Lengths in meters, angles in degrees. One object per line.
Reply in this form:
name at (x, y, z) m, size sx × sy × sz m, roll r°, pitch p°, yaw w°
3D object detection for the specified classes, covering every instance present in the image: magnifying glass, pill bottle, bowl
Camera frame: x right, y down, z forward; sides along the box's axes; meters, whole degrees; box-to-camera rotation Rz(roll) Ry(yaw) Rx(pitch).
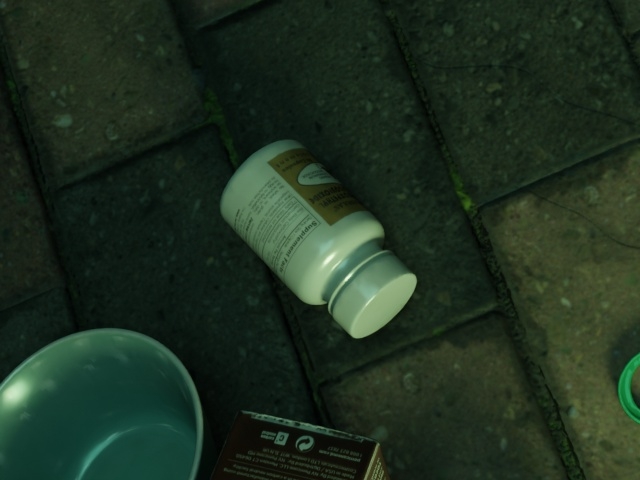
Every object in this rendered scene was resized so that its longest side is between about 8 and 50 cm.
magnifying glass at (0.436, 0.131, 1.800) m, size 0.231 × 0.026 × 0.092 m, roll -29°, pitch 68°, yaw 9°
pill bottle at (0.000, 0.000, 1.908) m, size 0.131 × 0.131 × 0.229 m, roll -44°, pitch 68°, yaw 1°
bowl at (-0.238, 0.272, 1.864) m, size 0.311 × 0.163 × 0.312 m, roll -12°, pitch 59°, yaw 20°

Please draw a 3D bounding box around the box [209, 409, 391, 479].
box at (-0.023, 0.314, 1.764) m, size 0.168 × 0.203 × 0.167 m, roll 10°, pitch 59°, yaw 19°
